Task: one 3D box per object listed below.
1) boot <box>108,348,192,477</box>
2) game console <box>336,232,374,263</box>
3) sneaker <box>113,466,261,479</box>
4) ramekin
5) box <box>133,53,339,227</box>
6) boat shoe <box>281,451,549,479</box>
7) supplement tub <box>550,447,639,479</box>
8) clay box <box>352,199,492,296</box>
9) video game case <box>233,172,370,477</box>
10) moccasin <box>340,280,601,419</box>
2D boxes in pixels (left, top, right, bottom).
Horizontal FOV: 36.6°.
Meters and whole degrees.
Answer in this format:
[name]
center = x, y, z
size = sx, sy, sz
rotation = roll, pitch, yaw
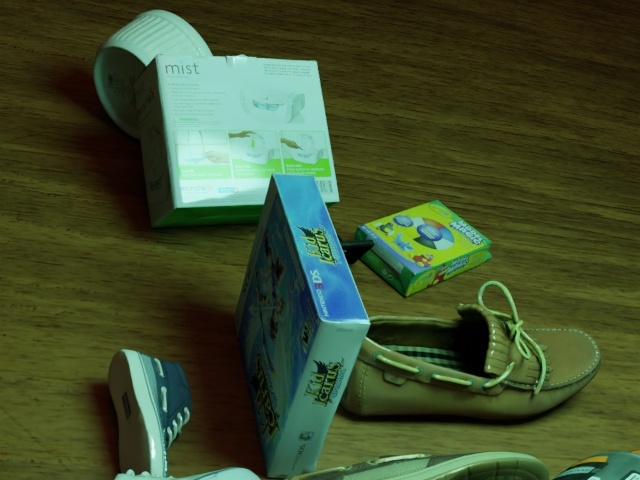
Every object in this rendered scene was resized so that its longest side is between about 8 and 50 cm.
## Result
[boot]
center = -0.177, 0.205, 1.080
size = 0.086, 0.069, 0.190
rotation = 16, 41, -36
[game console]
center = 0.000, 0.000, 1.443
size = 0.122, 0.107, 0.071
rotation = -5, 68, -28
[sneaker]
center = -0.161, 0.260, 0.952
size = 0.091, 0.094, 0.258
rotation = 35, 19, 31
[ramekin]
center = -0.272, -0.257, 1.569
size = 0.207, 0.207, 0.109
rotation = 32, 47, 20
[box]
center = -0.126, -0.148, 1.441
size = 0.262, 0.127, 0.231
rotation = -4, 78, -28
[boat shoe]
center = 0.090, 0.275, 1.046
size = 0.342, 0.123, 0.123
rotation = -6, 21, -27
[supplement tub]
center = 0.268, 0.342, 0.960
size = 0.338, 0.207, 0.207
rotation = -17, 47, -41
[clay box]
center = 0.169, 0.004, 1.524
size = 0.222, 0.053, 0.127
rotation = -20, 50, -41
[video game case]
center = -0.034, 0.095, 1.136
size = 0.061, 0.244, 0.269
rotation = 3, 37, -18
[moccasin]
center = 0.203, 0.143, 1.261
size = 0.380, 0.147, 0.139
rotation = 5, 36, -18
